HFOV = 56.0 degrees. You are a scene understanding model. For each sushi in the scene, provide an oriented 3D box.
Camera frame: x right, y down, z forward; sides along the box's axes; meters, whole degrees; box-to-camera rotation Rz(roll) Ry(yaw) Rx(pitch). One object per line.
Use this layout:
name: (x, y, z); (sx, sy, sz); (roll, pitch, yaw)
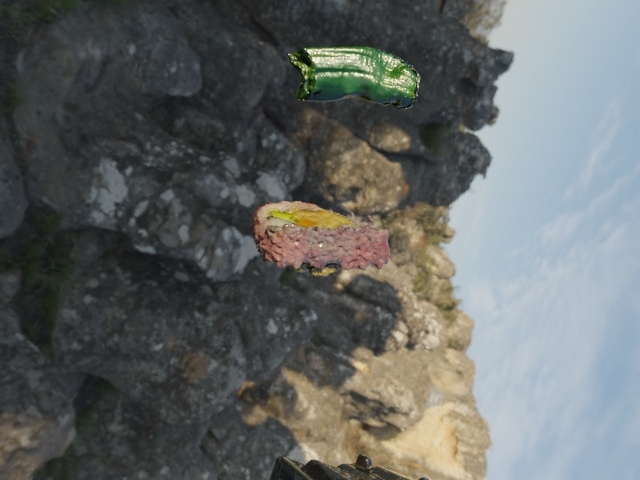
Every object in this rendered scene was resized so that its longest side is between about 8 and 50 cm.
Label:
sushi: (-0.008, -0.008, 1.087); (0.161, 0.240, 0.108); (-126, -142, -60)

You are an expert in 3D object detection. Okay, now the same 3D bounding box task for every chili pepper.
chili pepper: (0.054, -0.267, 0.983); (0.061, 0.224, 0.098); (-129, -135, -73)

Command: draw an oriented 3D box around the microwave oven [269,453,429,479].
microwave oven: (0.117, 0.307, 0.438); (0.286, 0.354, 0.219); (124, -13, -71)
